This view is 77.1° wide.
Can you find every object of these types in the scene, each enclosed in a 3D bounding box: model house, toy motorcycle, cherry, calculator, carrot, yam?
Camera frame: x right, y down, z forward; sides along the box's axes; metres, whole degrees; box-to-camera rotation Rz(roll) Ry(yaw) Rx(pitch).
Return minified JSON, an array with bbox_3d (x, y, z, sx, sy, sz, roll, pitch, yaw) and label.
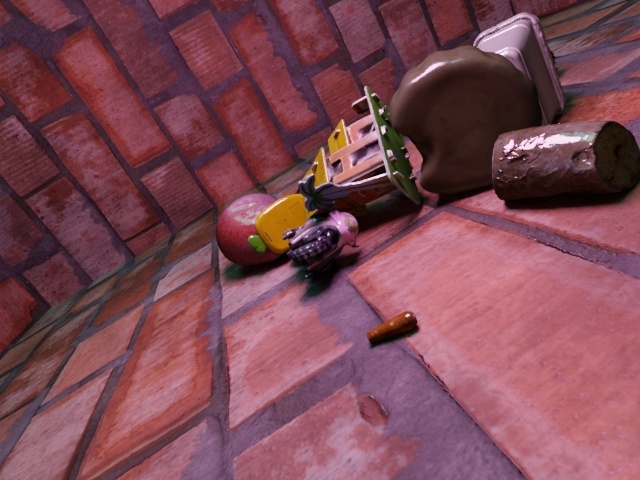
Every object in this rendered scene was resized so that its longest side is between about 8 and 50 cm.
[{"bbox_3d":[0.043,-0.215,1.092,0.324,0.340,0.300,-24,64,29],"label":"model house"},{"bbox_3d":[0.000,0.000,1.079,0.188,0.143,0.327,-32,4,-7],"label":"toy motorcycle"},{"bbox_3d":[-0.217,-0.031,1.340,0.261,0.221,0.307,-41,41,-10],"label":"cherry"},{"bbox_3d":[-0.113,-0.047,1.221,0.235,0.146,0.032,-39,15,-15],"label":"calculator"},{"bbox_3d":[0.124,0.151,0.694,0.093,0.032,0.032,-30,19,16],"label":"carrot"},{"bbox_3d":[0.451,-0.154,0.789,0.154,0.154,0.254,-40,24,-25],"label":"yam"}]

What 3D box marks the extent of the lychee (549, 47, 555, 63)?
[{"bbox_3d":[0.748,-0.628,1.484,0.188,0.188,0.188,-26,20,11],"label":"lychee"}]

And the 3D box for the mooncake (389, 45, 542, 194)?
[{"bbox_3d":[0.345,-0.295,0.984,0.351,0.351,0.187,-20,25,27],"label":"mooncake"}]

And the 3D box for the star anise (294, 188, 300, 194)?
[{"bbox_3d":[-0.004,-0.191,1.575,0.293,0.108,0.349,-25,19,0],"label":"star anise"}]

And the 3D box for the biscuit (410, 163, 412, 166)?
[{"bbox_3d":[0.293,-0.292,1.484,0.056,0.052,0.188,-41,16,19],"label":"biscuit"}]

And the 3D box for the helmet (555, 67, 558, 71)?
[{"bbox_3d":[0.660,-0.442,1.247,0.175,0.106,0.155,-26,15,20],"label":"helmet"}]

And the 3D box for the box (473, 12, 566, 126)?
[{"bbox_3d":[0.533,-0.419,1.102,0.175,0.311,0.182,-10,36,44],"label":"box"}]
